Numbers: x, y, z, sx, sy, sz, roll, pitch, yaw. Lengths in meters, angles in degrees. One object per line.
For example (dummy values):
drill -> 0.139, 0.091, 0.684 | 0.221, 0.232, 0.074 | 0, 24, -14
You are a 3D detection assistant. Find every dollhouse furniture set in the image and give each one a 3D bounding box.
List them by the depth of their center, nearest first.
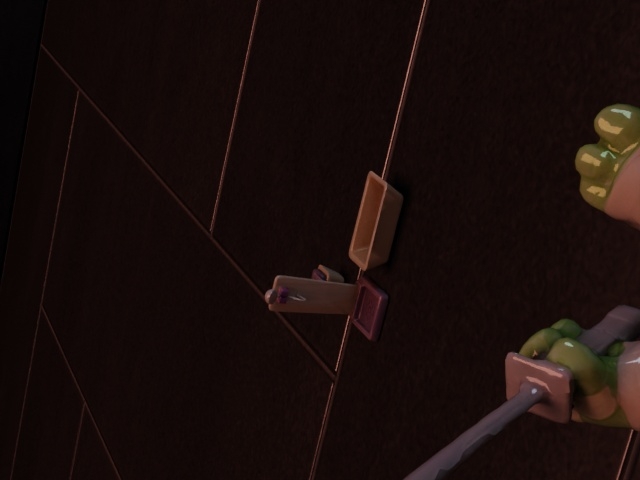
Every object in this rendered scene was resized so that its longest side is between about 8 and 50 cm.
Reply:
dollhouse furniture set -> 0.000, 0.000, 0.911 | 0.091, 0.081, 0.114 | -136, 56, -61

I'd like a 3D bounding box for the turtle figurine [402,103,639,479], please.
turtle figurine -> 0.127, -0.041, 0.423 | 0.266, 0.274, 0.198 | -85, -10, -73
